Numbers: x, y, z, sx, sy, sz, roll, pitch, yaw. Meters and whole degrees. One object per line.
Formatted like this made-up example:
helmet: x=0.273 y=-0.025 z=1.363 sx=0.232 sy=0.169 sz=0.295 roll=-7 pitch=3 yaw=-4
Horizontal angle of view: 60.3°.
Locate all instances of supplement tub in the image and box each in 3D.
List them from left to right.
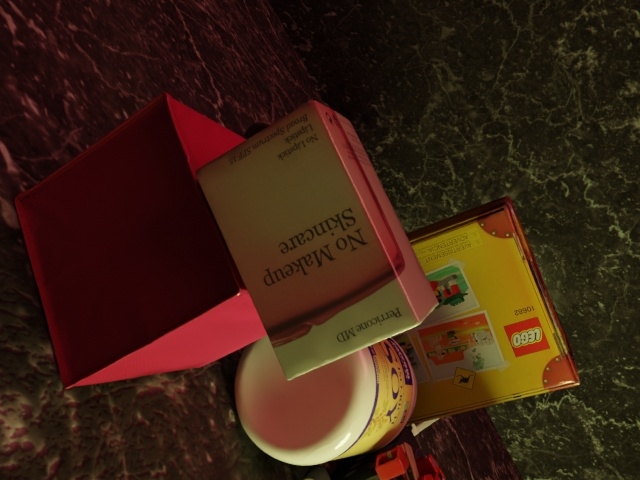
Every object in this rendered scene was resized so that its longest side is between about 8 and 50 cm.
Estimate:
supplement tub: x=0.029 y=0.258 z=0.977 sx=0.331 sy=0.241 sz=0.241 roll=31 pitch=34 yaw=-60

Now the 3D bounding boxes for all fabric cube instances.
fabric cube: x=-0.179 y=0.014 z=0.719 sx=0.258 sy=0.254 sz=0.259 roll=17 pitch=48 yaw=-66

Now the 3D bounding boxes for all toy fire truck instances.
toy fire truck: x=0.164 y=0.410 z=0.974 sx=0.135 sy=0.047 sz=0.192 roll=61 pitch=16 yaw=7

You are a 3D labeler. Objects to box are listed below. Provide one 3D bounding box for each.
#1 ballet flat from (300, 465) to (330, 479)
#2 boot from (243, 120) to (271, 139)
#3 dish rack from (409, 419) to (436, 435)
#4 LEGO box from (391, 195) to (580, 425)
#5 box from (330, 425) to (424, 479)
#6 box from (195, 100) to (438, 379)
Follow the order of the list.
ballet flat: x=-0.018 y=0.433 z=0.859 sx=0.074 sy=0.074 sz=0.203 roll=53 pitch=21 yaw=-30
boot: x=-0.080 y=-0.241 z=1.657 sx=0.377 sy=0.138 sz=0.284 roll=36 pitch=17 yaw=-25
dish rack: x=0.243 y=0.337 z=1.458 sx=0.286 sy=0.332 sz=0.072 roll=62 pitch=-14 yaw=1
LEGO box: x=0.235 y=0.171 z=1.200 sx=0.372 sy=0.500 sz=0.193 roll=68 pitch=22 yaw=-3
box: x=0.119 y=0.490 z=1.046 sx=0.165 sy=0.143 sz=0.270 roll=64 pitch=17 yaw=9
box: x=0.000 y=0.000 z=0.571 sx=0.232 sy=0.148 sz=0.127 roll=65 pitch=18 yaw=7
